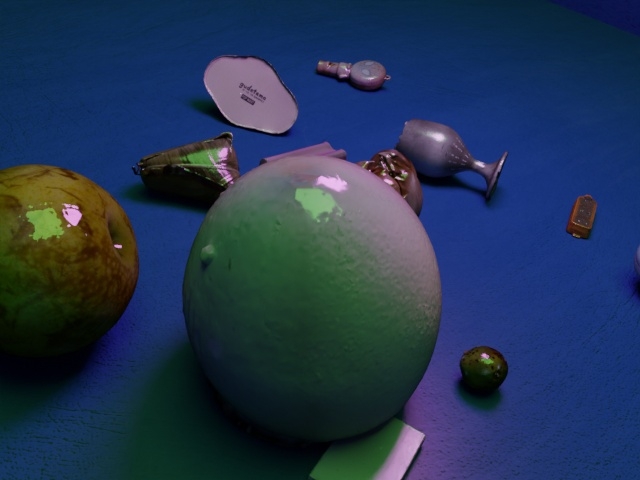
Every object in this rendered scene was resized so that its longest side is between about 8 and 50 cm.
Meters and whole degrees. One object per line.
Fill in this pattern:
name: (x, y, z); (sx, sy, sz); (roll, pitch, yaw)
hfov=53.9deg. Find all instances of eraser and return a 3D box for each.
eraser: (0.065, 0.288, 0.831); (0.103, 0.023, 0.150); (25, 40, 20)

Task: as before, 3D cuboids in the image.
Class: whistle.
whistle: (0.096, -0.484, 1.829); (0.219, 0.057, 0.107); (13, 50, 10)

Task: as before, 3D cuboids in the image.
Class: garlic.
garlic: (0.124, -0.077, 1.223); (0.214, 0.191, 0.160); (-8, 64, -41)

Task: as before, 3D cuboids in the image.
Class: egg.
egg: (-0.013, 0.039, 0.822); (0.354, 0.340, 0.355); (-1, 47, 1)

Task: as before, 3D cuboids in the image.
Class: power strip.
power strip: (0.590, -0.061, 1.415); (0.049, 0.028, 0.178); (22, 38, 16)

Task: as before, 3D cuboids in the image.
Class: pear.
pear: (-0.394, 0.031, 0.870); (0.283, 0.284, 0.284); (7, 37, -5)

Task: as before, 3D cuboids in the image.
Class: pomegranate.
pomegranate: (0.251, 0.192, 0.970); (0.073, 0.073, 0.084); (15, 22, 6)

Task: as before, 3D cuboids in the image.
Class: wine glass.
wine glass: (0.296, -0.191, 1.435); (0.241, 0.126, 0.126); (23, 39, 13)

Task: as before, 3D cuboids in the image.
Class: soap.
soap: (-0.039, -0.116, 1.236); (0.065, 0.122, 0.203); (30, 32, 28)

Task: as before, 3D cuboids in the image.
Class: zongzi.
zongzi: (-0.243, -0.093, 1.225); (0.204, 0.094, 0.205); (-17, 73, -16)

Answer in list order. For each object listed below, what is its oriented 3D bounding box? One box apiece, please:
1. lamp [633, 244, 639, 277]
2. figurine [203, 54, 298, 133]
lamp: (0.746, 0.053, 1.204); (0.283, 0.147, 0.209); (12, 34, -12)
figurine: (-0.162, -0.352, 1.573); (0.250, 0.166, 0.141); (42, 3, 2)
